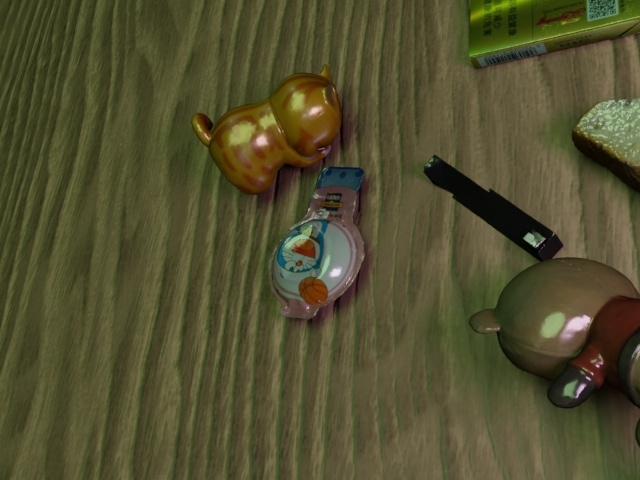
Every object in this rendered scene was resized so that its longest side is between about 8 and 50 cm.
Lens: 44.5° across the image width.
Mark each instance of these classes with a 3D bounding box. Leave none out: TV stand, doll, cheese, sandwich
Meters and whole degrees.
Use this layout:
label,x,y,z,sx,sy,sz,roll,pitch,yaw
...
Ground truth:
label,x,y,z,sx,sy,sz,roll,pitch,yaw
TV stand,0.261,-0.054,1.213,0.040,0.049,0.256,-49,51,2
doll,0.351,0.122,0.951,0.235,0.174,0.330,-18,25,-26
cheese,0.000,0.000,1.330,0.189,0.074,0.285,7,68,32
sandwich,0.527,-0.145,1.063,0.254,0.100,0.288,-48,51,10
doll,-0.080,-0.201,1.434,0.270,0.162,0.166,-25,40,6

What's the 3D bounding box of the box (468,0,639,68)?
label,x,y,z,sx,sy,sz,roll,pitch,yaw
box,0.402,-0.399,1.305,0.311,0.043,0.172,-8,65,29
